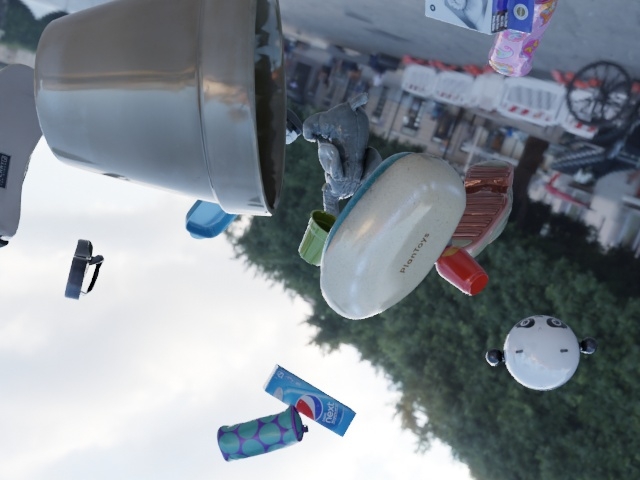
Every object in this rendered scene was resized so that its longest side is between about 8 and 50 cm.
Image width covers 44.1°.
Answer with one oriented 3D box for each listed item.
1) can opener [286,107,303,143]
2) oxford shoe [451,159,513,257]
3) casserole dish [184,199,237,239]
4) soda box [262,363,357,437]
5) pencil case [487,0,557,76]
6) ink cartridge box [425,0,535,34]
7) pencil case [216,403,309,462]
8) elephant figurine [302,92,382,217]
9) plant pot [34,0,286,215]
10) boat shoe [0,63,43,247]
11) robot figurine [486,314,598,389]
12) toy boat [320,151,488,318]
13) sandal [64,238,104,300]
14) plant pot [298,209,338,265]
[{"bbox_3d":[-0.159,-0.371,2.153,0.074,0.093,0.280,-18,131,34],"label":"can opener"},{"bbox_3d":[0.357,-0.039,1.739,0.140,0.147,0.397,4,-150,28],"label":"oxford shoe"},{"bbox_3d":[-0.238,-0.080,1.815,0.114,0.188,0.037,21,-151,-49],"label":"casserole dish"},{"bbox_3d":[-0.026,0.363,1.797,0.210,0.067,0.071,31,173,-6],"label":"soda box"},{"bbox_3d":[0.481,-0.516,1.884,0.124,0.124,0.284,21,157,9],"label":"pencil case"},{"bbox_3d":[0.290,-0.498,1.452,0.224,0.223,0.045,27,-132,36],"label":"ink cartridge box"},{"bbox_3d":[-0.101,0.329,1.349,0.070,0.151,0.064,-91,-24,-49],"label":"pencil case"},{"bbox_3d":[0.059,-0.177,1.797,0.169,0.240,0.186,-12,164,10],"label":"elephant figurine"},{"bbox_3d":[-0.197,-0.191,1.025,0.280,0.323,0.323,-1,-171,5],"label":"plant pot"},{"bbox_3d":[-0.585,-0.141,1.388,0.158,0.341,0.127,-13,151,42],"label":"boat shoe"},{"bbox_3d":[0.516,0.260,1.845,0.173,0.209,0.278,44,-176,18],"label":"robot figurine"},{"bbox_3d":[0.125,0.001,1.177,0.318,0.268,0.148,20,-160,-49],"label":"toy boat"},{"bbox_3d":[-0.415,0.060,1.397,0.054,0.097,0.254,12,-173,-16],"label":"sandal"},{"bbox_3d":[0.000,0.000,1.430,0.083,0.079,0.083,26,-153,-15],"label":"plant pot"}]
